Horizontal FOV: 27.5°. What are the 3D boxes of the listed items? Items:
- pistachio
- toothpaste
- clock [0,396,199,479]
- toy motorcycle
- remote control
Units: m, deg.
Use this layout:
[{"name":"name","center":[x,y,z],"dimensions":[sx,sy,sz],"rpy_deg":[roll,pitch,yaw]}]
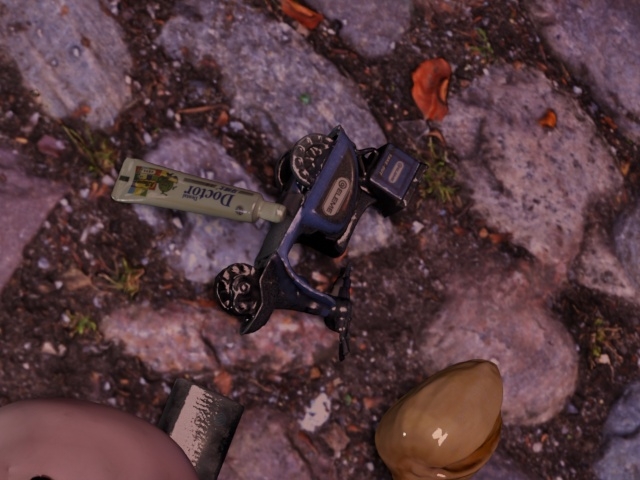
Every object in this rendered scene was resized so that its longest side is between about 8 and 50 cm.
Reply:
[{"name":"pistachio","center":[0.181,0.263,1.882],"dimensions":[0.229,0.157,0.157],"rpy_deg":[-38,92,-35]},{"name":"toothpaste","center":[-0.170,-0.062,1.832],"dimensions":[0.255,0.037,0.067],"rpy_deg":[13,76,15]},{"name":"clock","center":[-0.299,0.318,1.556],"dimensions":[0.368,0.377,0.251],"rpy_deg":[12,66,2]},{"name":"toy motorcycle","center":[0.000,0.000,1.883],"dimensions":[0.212,0.125,0.359],"rpy_deg":[32,71,-12]},{"name":"remote control","center":[-0.216,0.377,1.763],"dimensions":[0.107,0.044,0.378],"rpy_deg":[24,70,-8]}]
